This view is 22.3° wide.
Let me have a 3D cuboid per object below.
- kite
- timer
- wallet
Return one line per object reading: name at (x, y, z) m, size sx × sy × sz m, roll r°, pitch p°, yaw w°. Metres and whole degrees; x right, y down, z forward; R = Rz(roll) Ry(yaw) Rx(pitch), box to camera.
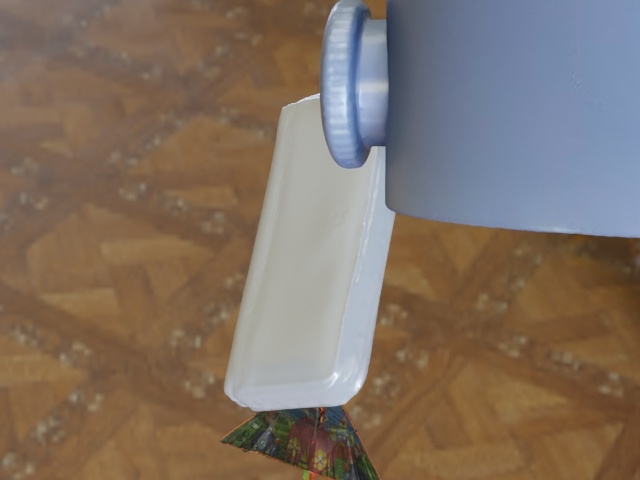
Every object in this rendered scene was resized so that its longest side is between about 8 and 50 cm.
kite at (-0.008, 0.191, 1.465) m, size 0.190 × 0.010 × 0.159 m, roll 25°, pitch 55°, yaw -25°
timer at (0.188, -0.057, 0.728) m, size 0.395 × 0.173 × 0.395 m, roll 1°, pitch 6°, yaw 0°
wallet at (0.000, 0.000, 0.880) m, size 0.095 × 0.033 × 0.190 m, roll -7°, pitch 62°, yaw 42°
